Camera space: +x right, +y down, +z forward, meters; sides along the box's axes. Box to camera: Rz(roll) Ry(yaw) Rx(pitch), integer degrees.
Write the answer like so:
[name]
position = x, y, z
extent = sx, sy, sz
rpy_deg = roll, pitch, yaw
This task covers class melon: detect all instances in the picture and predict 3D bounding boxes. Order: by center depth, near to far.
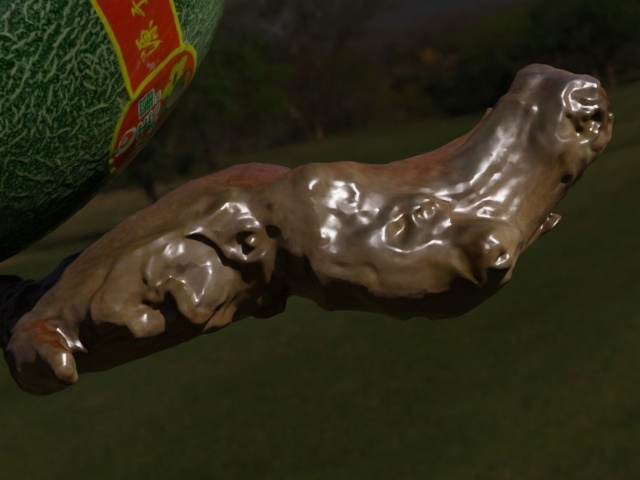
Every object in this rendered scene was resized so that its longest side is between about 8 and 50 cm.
[melon]
position = -0.146, -0.089, 0.683
extent = 0.182, 0.182, 0.287
rpy_deg = -8, 37, 50

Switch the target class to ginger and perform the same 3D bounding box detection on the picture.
[ginger]
position = -0.002, 0.001, 0.731
extent = 0.290, 0.084, 0.122
rpy_deg = -19, 15, -9
